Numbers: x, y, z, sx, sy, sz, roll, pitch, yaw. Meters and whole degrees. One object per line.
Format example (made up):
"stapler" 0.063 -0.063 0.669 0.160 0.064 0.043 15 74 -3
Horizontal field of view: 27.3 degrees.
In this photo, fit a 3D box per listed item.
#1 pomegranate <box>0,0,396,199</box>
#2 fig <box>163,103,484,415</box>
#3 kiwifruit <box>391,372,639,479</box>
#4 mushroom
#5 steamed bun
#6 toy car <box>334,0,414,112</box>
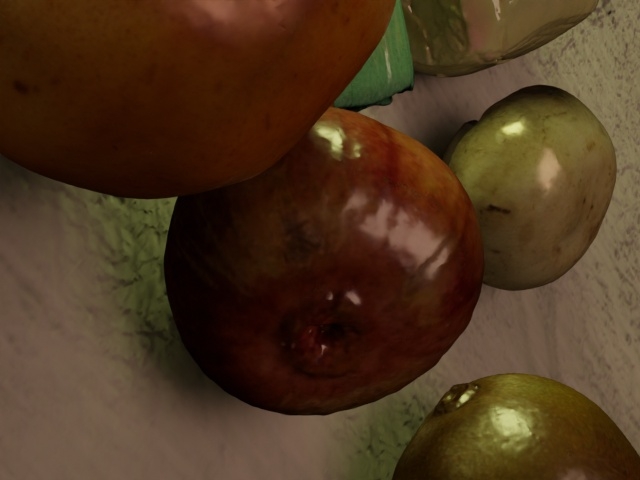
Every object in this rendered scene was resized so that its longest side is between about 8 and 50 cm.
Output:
"pomegranate" -0.089 -0.149 0.649 0.264 0.264 0.264 13 73 -48
"fig" 0.000 0.001 0.803 0.205 0.205 0.205 13 73 -48
"kiwifruit" 0.146 0.205 0.925 0.196 0.196 0.234 -33 102 -48
"mushroom" 0.158 -0.041 1.041 0.166 0.127 0.166 -23 123 -42
"steamed bun" 0.149 -0.228 1.040 0.239 0.153 0.170 -30 106 -46
"toy car" -0.015 -0.240 0.888 0.141 0.097 0.320 -20 98 -49
